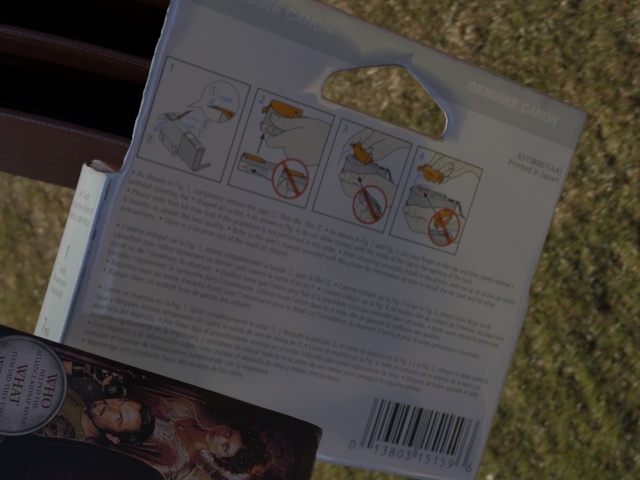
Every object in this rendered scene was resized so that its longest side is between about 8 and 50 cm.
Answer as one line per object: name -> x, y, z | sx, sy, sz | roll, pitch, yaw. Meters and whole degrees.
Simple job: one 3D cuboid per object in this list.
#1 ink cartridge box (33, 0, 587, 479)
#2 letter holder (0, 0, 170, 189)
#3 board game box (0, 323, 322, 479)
ink cartridge box -> 0.000, 0.000, 0.635 | 0.060, 0.275, 0.239 | 18, 92, 61
letter holder -> -0.242, -0.162, 1.097 | 0.301, 0.152, 0.214 | 13, 156, -1
board game box -> -0.107, 0.172, 0.472 | 0.165, 0.243, 0.042 | 18, 156, -9
